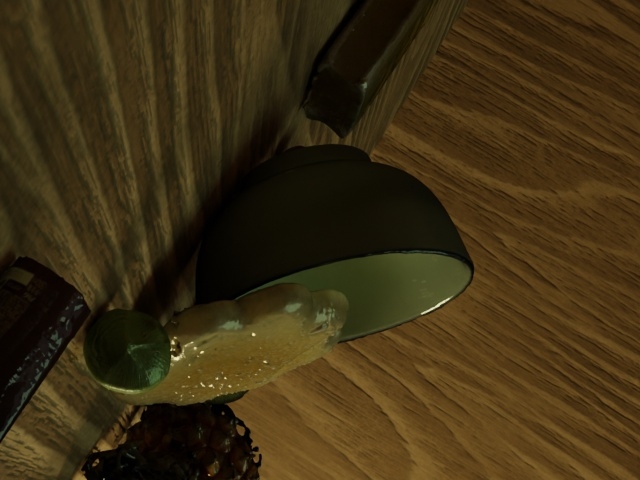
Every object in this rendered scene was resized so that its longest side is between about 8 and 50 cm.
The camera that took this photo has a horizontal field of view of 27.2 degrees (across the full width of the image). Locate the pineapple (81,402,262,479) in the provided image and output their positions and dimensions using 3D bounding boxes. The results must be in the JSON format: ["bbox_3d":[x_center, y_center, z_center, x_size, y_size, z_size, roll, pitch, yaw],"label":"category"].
[{"bbox_3d":[-0.242,0.358,1.907,0.262,0.262,0.271,-59,165,8],"label":"pineapple"}]

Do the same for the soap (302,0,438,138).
[{"bbox_3d":[0.079,-0.276,1.755,0.257,0.080,0.160,-56,177,-22],"label":"soap"}]

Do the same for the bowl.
[{"bbox_3d":[0.000,0.000,1.653,0.354,0.353,0.185,115,-36,-65],"label":"bowl"}]

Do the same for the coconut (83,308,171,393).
[{"bbox_3d":[-0.188,0.109,1.288,0.088,0.088,0.096,-57,-176,-17],"label":"coconut"}]

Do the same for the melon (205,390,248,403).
[{"bbox_3d":[-0.153,0.175,1.974,0.139,0.139,0.192,-57,176,-20],"label":"melon"}]

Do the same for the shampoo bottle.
[{"bbox_3d":[-0.234,0.119,0.838,0.236,0.067,0.068,-57,-175,-23],"label":"shampoo bottle"}]

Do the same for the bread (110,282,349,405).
[{"bbox_3d":[-0.107,0.132,1.567,0.316,0.054,0.316,-17,161,-6],"label":"bread"}]

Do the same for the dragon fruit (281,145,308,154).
[{"bbox_3d":[-0.044,-0.053,1.880,0.246,0.125,0.125,-37,-151,50],"label":"dragon fruit"}]
